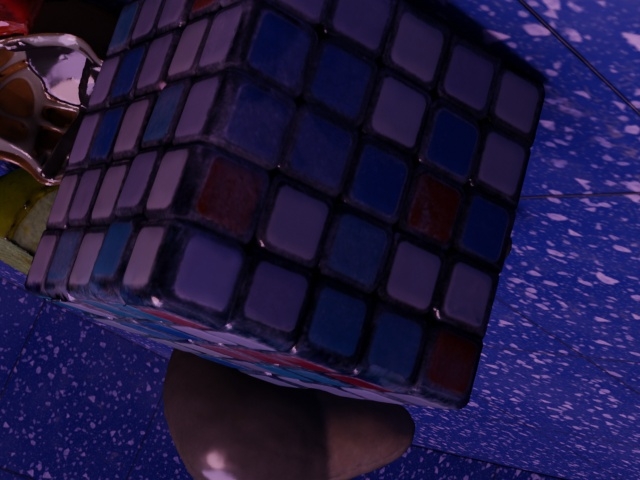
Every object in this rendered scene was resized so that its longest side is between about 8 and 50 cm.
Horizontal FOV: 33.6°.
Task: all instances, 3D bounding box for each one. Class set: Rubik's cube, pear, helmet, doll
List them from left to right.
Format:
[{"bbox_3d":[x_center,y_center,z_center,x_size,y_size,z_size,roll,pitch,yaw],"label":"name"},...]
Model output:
[{"bbox_3d":[-0.462,-0.023,1.781,0.292,0.159,0.292,22,162,8],"label":"pear"},{"bbox_3d":[-0.261,-0.163,1.066,0.224,0.130,0.198,2,136,8],"label":"helmet"},{"bbox_3d":[-0.034,-0.041,0.882,0.287,0.293,0.292,24,164,-31],"label":"Rubik's cube"},{"bbox_3d":[0.012,0.099,1.179,0.382,0.378,0.252,-1,165,-4],"label":"doll"}]

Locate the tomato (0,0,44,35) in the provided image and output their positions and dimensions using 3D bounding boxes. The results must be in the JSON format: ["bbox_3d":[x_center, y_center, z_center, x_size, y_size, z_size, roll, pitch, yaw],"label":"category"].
[{"bbox_3d":[-0.321,-0.260,0.845,0.233,0.139,0.200,10,165,28],"label":"tomato"}]
